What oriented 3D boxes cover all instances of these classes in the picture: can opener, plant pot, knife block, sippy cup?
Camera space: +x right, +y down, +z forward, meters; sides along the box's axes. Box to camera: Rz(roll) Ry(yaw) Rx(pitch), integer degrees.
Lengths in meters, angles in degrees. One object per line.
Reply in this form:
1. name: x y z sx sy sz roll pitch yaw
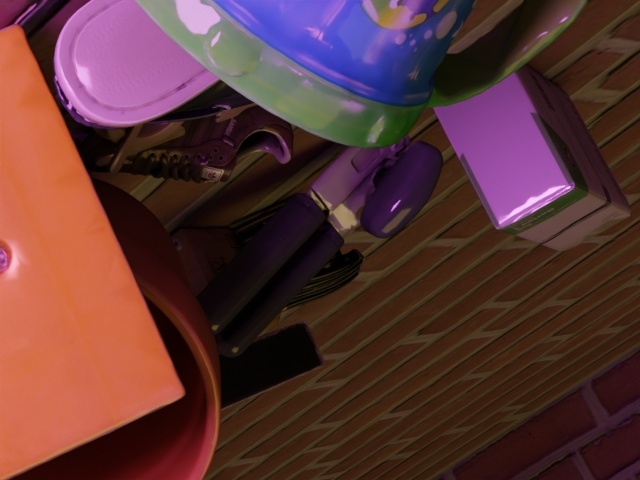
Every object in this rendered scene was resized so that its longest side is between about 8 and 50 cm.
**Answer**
1. can opener: 0.000 0.000 1.664 0.283 0.095 0.076 -47 130 -11
2. plant pot: -0.216 0.076 1.386 0.291 0.291 0.203 -33 -156 19
3. knife block: -0.096 0.058 1.818 0.275 0.088 0.242 -37 159 29
4. sippy cup: 0.023 -0.212 1.029 0.224 0.240 0.305 -52 161 23

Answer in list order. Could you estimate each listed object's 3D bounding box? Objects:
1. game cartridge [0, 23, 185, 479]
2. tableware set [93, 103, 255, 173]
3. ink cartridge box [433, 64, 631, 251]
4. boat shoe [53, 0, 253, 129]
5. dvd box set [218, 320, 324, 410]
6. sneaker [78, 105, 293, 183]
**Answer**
1. game cartridge: -0.294 0.044 1.189 0.323 0.285 0.052 -24 -178 -8
2. tableware set: -0.086 -0.119 1.362 0.194 0.039 0.128 -22 146 -18
3. ink cartridge box: 0.213 -0.084 1.743 0.092 0.160 0.219 -31 161 17
4. boat shoe: -0.038 -0.164 1.231 0.340 0.127 0.113 -32 -178 -21
5. dvd box set: -0.238 0.211 1.907 0.420 0.062 0.307 -26 175 30
6. sneaker: -0.105 -0.079 1.446 0.188 0.071 0.066 -19 161 -26
